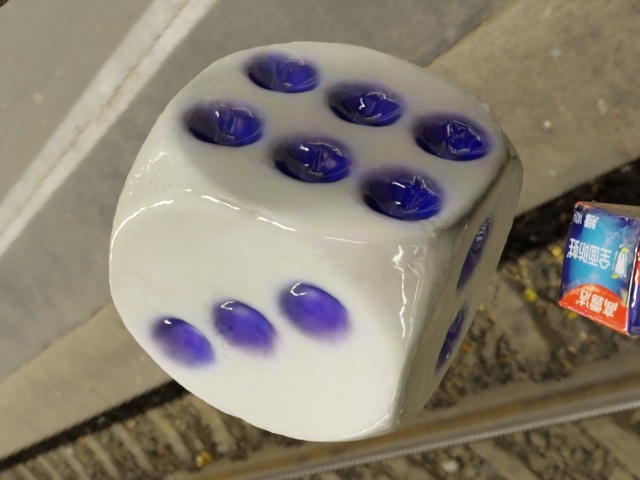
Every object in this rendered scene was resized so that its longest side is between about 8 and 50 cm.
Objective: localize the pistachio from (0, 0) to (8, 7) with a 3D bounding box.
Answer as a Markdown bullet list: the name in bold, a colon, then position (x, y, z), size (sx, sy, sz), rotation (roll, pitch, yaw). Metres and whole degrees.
- **pistachio**: position (-0.231, -0.126, 0.458), size (0.138, 0.237, 0.153), rotation (97, 157, -62)

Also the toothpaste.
- **toothpaste**: position (0.298, 0.024, 0.664), size (0.076, 0.320, 0.066), rotation (-150, 65, -71)

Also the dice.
- **dice**: position (0.000, 0.000, 0.953), size (0.259, 0.243, 0.251), rotation (24, 138, 15)
